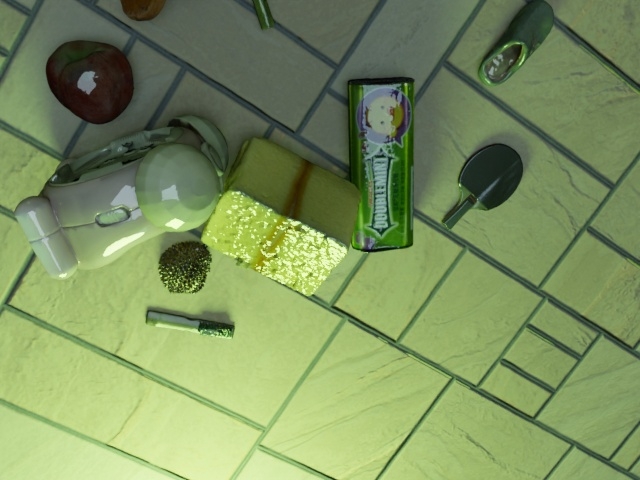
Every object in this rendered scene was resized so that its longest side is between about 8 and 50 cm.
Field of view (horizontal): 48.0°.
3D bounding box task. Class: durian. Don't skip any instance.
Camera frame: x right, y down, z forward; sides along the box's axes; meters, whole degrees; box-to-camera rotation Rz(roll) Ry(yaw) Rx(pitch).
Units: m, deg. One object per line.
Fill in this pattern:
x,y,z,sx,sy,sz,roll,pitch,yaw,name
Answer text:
-0.268,0.055,1.465,0.110,0.071,0.140,41,93,-20,durian

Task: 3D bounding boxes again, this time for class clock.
-0.324,-0.092,1.268,0.325,0.342,0.184,-23,117,6,clock

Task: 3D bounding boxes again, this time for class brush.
-0.277,0.183,1.529,0.190,0.027,0.034,13,104,-13,brush

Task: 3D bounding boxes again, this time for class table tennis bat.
0.342,-0.111,1.542,0.130,0.019,0.220,41,96,-19,table tennis bat

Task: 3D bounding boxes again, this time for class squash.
-0.110,-0.438,1.343,0.027,0.027,0.083,-20,112,-3,squash

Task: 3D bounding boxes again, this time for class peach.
-0.414,-0.275,1.291,0.152,0.152,0.152,-3,109,-9,peach

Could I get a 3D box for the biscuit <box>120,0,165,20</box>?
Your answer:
-0.257,-0.517,1.218,0.049,0.205,0.324,-6,138,-50,biscuit

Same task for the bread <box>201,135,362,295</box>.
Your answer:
-0.079,-0.041,1.419,0.263,0.198,0.236,27,137,-6,bread

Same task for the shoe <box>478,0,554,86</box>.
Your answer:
0.397,-0.387,1.426,0.079,0.078,0.195,38,103,-19,shoe

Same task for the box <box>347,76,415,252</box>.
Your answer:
0.123,-0.148,1.447,0.134,0.097,0.346,-4,110,-6,box
